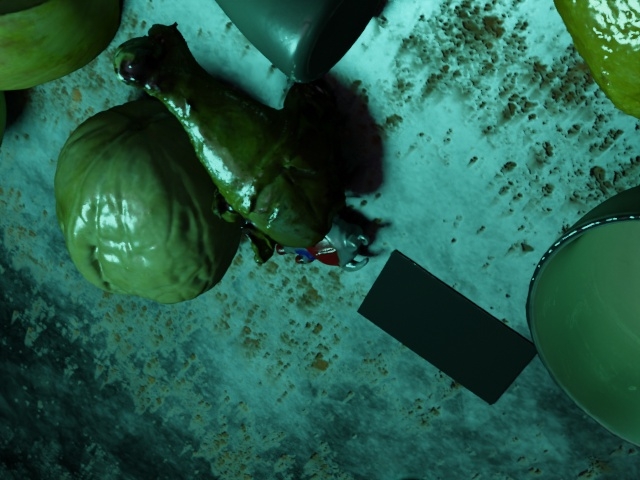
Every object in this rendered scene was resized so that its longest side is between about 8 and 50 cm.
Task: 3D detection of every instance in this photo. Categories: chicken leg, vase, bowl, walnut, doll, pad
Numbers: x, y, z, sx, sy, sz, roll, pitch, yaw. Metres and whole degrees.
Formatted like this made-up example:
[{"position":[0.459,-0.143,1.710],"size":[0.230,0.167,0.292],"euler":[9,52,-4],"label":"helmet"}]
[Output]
[{"position":[-0.085,-0.143,1.556],"size":[0.361,0.211,0.140],"euler":[56,164,-24],"label":"chicken leg"},{"position":[-0.095,-0.339,1.407],"size":[0.321,0.173,0.173],"euler":[37,141,11],"label":"vase"},{"position":[0.426,0.066,1.348],"size":[0.354,0.185,0.354],"euler":[21,137,21],"label":"bowl"},{"position":[-0.242,-0.049,1.722],"size":[0.277,0.252,0.313],"euler":[11,136,14],"label":"walnut"},{"position":[0.001,0.000,1.729],"size":[0.195,0.062,0.104],"euler":[-1,109,49],"label":"doll"},{"position":[0.178,0.130,1.749],"size":[0.245,0.006,0.170],"euler":[34,139,7],"label":"pad"}]

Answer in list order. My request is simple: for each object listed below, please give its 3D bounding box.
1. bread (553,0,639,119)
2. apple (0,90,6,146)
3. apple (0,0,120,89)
[{"position":[0.392,-0.237,1.039],"size":[0.394,0.250,0.361],"euler":[-12,118,45],"label":"bread"},{"position":[-0.650,-0.194,1.867],"size":[0.319,0.319,0.277],"euler":[44,138,-4],"label":"apple"},{"position":[-0.449,-0.326,1.672],"size":[0.309,0.314,0.252],"euler":[25,97,19],"label":"apple"}]
